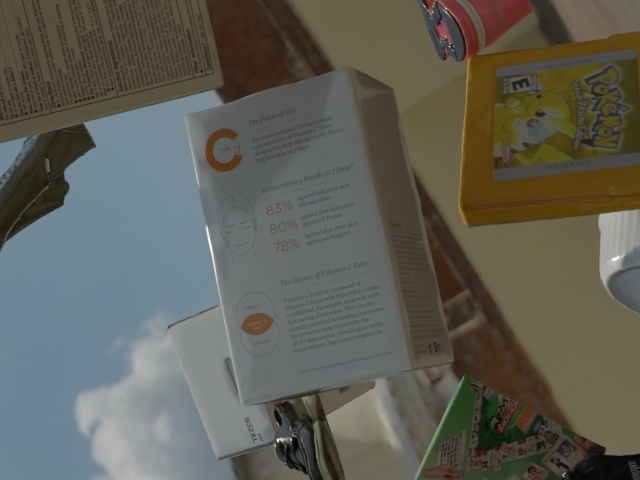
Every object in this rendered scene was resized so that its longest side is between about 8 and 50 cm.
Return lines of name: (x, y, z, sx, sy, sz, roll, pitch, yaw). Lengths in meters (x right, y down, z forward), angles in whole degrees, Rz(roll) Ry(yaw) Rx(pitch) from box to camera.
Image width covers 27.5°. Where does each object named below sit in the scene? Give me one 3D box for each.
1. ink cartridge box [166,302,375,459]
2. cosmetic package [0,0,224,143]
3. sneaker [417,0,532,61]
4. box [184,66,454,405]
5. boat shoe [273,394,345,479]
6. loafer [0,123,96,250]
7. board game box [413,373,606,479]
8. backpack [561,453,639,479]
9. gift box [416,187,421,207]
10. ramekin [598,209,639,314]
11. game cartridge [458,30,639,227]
ink cartridge box: (-0.071, 0.183, 2.041, 0.307, 0.129, 0.223, -19, -92, -58)
cosmetic package: (-0.268, -0.193, 1.302, 0.113, 0.309, 0.160, 15, 118, 65)
sneaker: (0.229, -0.334, 1.917, 0.314, 0.136, 0.116, -113, 0, -72)
box: (0.000, 0.000, 1.526, 0.168, 0.215, 0.345, 7, -110, -68)
boat shoe: (-0.020, 0.253, 1.614, 0.223, 0.073, 0.080, -109, -2, -71)
loafer: (-0.369, -0.066, 1.694, 0.087, 0.251, 0.094, 38, 154, -20)
board game box: (0.219, 0.340, 1.653, 0.213, 0.046, 0.317, 27, -131, 6)
backpack: (0.437, 0.371, 1.493, 0.276, 0.263, 0.213, -128, 21, -53)
gift box: (0.073, 0.041, 2.418, 0.276, 0.255, 0.258, -88, -15, -56)
ramekin: (0.559, 0.031, 2.031, 0.273, 0.272, 0.127, 47, -126, -48)
game cartridge: (0.342, -0.152, 1.665, 0.053, 0.323, 0.285, 63, -154, -45)
